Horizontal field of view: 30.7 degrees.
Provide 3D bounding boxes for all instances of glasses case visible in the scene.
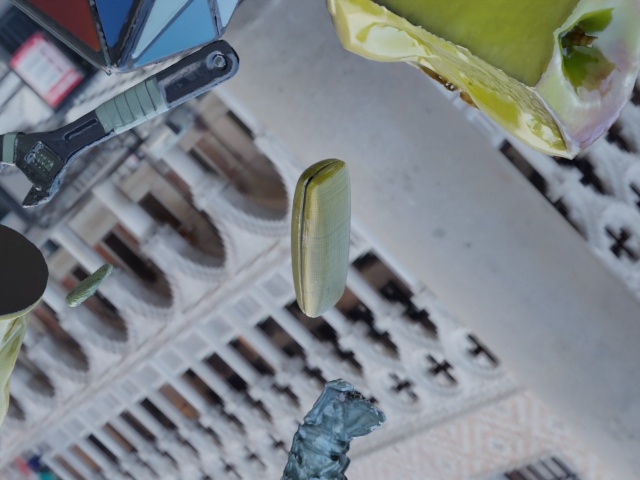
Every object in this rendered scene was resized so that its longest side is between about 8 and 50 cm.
[{"bbox_3d":[0.000,0.000,1.478,0.079,0.064,0.234,-33,141,-33],"label":"glasses case"}]

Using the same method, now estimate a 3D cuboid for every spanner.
[{"bbox_3d":[-0.217,-0.123,1.222,0.316,0.087,0.024,-23,-173,20],"label":"spanner"}]

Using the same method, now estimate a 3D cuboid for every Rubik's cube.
[{"bbox_3d":[-0.226,-0.378,1.401,0.250,0.246,0.248,-36,161,-55],"label":"Rubik's cube"}]

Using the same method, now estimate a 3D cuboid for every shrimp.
[{"bbox_3d":[-0.015,0.348,1.216,0.166,0.221,0.410,-38,-147,42],"label":"shrimp"}]

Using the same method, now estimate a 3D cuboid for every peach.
[{"bbox_3d":[0.167,-0.260,1.190,0.242,0.380,0.306,-60,146,-1],"label":"peach"}]

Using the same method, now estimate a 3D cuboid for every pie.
[{"bbox_3d":[-0.313,0.062,1.585,0.084,0.021,0.084,-37,-167,10],"label":"pie"}]

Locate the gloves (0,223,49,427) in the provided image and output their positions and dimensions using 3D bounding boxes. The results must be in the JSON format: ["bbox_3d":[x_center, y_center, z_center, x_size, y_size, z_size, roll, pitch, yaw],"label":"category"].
[{"bbox_3d":[-0.364,0.121,1.157,0.116,0.133,0.294,-103,-149,-41],"label":"gloves"}]
